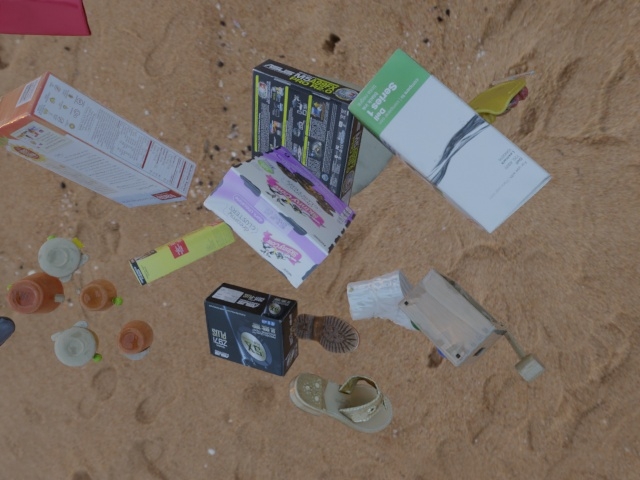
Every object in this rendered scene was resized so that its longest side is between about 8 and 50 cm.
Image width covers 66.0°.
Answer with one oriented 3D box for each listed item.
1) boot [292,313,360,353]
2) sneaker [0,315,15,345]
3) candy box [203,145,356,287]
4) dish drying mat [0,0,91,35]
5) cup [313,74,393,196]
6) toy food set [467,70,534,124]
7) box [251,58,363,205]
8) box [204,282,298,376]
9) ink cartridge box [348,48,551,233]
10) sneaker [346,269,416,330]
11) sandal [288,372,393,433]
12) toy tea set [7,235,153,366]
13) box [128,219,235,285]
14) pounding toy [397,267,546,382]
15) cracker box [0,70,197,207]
[{"bbox_3d":[0.029,0.161,0.860,0.158,0.085,0.059,7,82,54],"label":"boot"},{"bbox_3d":[-0.790,0.258,1.099,0.098,0.224,0.083,23,138,45],"label":"sneaker"},{"bbox_3d":[-0.046,-0.044,0.702,0.165,0.196,0.070,43,113,-2],"label":"candy box"},{"bbox_3d":[-0.235,-0.184,0.404,0.083,0.008,0.032,-1,140,-6],"label":"dish drying mat"},{"bbox_3d":[0.022,-0.299,1.320,0.237,0.331,0.331,36,111,-29],"label":"cup"},{"bbox_3d":[0.430,-0.323,1.172,0.128,0.218,0.071,-3,121,49],"label":"toy food set"},{"bbox_3d":[-0.033,-0.188,0.969,0.216,0.060,0.270,25,136,18],"label":"box"},{"bbox_3d":[-0.143,0.185,1.034,0.180,0.077,0.147,12,121,19],"label":"box"},{"bbox_3d":[0.155,-0.113,0.612,0.219,0.160,0.092,44,102,9],"label":"ink cartridge box"},{"bbox_3d":[0.165,0.170,1.302,0.169,0.292,0.108,-13,55,18],"label":"sneaker"},{"bbox_3d":[0.064,0.269,0.841,0.079,0.240,0.088,-38,41,37],"label":"sandal"},{"bbox_3d":[-0.530,0.156,1.109,0.200,0.124,0.336,-41,95,-6],"label":"toy tea set"},{"bbox_3d":[-0.320,0.025,1.144,0.232,0.087,0.058,-26,103,-19],"label":"box"},{"bbox_3d":[0.243,0.157,0.784,0.094,0.181,0.206,-49,62,11],"label":"pounding toy"},{"bbox_3d":[-0.314,-0.125,0.691,0.156,0.232,0.067,-2,67,37],"label":"cracker box"}]
